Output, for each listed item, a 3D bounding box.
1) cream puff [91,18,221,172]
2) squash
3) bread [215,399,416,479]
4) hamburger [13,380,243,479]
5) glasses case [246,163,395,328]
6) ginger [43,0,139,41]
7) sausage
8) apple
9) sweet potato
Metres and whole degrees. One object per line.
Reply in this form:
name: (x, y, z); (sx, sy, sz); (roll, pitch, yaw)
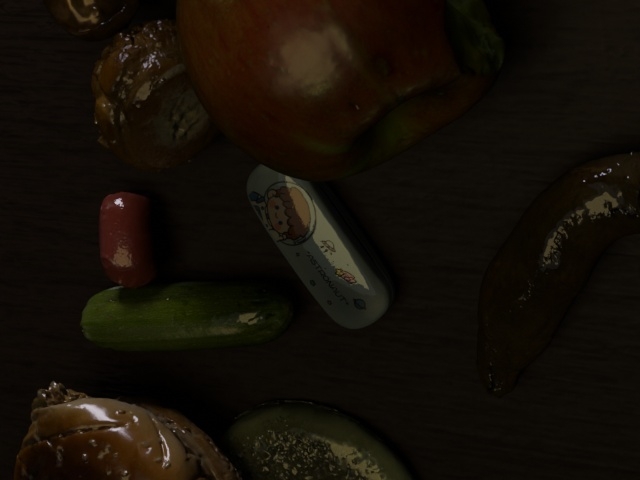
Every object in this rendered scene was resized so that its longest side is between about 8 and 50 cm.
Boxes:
cream puff: (-0.145, -0.137, 1.322); (0.103, 0.126, 0.144); (56, 137, 34)
squash: (-0.133, 0.074, 1.425); (0.239, 0.069, 0.069); (-3, 107, 27)
bread: (-0.007, 0.284, 1.459); (0.267, 0.040, 0.267); (10, 113, 23)
hamburger: (-0.192, 0.265, 1.466); (0.243, 0.146, 0.286); (-18, 91, 37)
glasses case: (0.000, 0.000, 1.343); (0.067, 0.045, 0.178); (-34, 91, 31)
ginger: (-0.226, -0.331, 1.296); (0.133, 0.107, 0.309); (5, 108, 40)
sausage: (-0.186, 0.000, 1.421); (0.054, 0.059, 0.094); (-5, 88, -1)
apple: (0.010, -0.176, 1.159); (0.246, 0.246, 0.226); (-40, 72, 32)
sweet potato: (0.202, 0.029, 1.232); (0.112, 0.085, 0.286); (35, 121, 5)
